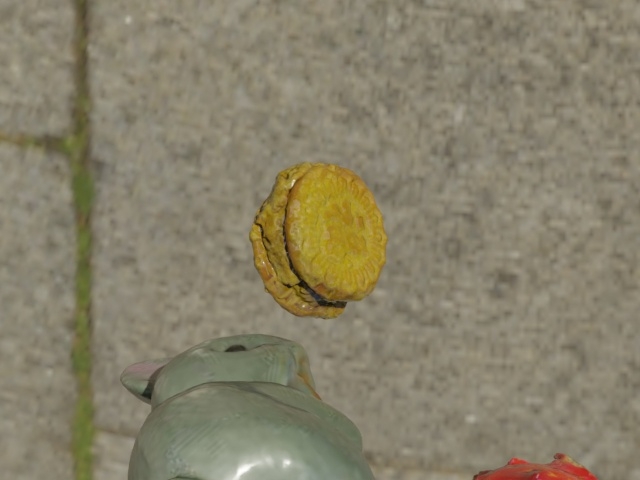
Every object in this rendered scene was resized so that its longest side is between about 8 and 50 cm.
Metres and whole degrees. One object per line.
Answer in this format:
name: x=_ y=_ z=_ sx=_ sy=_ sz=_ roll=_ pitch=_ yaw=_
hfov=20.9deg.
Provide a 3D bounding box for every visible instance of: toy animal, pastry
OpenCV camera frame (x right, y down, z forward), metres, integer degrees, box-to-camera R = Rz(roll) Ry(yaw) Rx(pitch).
toy animal: x=-0.043 y=0.092 z=0.839 sx=0.108 sy=0.236 sz=0.138 roll=-44 pitch=123 yaw=10
pastry: x=0.000 y=0.000 z=1.168 sx=0.057 sy=0.097 sz=0.109 roll=-18 pitch=102 yaw=39

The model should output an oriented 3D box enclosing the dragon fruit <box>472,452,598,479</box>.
dragon fruit: x=0.128 y=0.194 z=1.129 sx=0.153 sy=0.153 sz=0.111 roll=-15 pitch=143 yaw=23
